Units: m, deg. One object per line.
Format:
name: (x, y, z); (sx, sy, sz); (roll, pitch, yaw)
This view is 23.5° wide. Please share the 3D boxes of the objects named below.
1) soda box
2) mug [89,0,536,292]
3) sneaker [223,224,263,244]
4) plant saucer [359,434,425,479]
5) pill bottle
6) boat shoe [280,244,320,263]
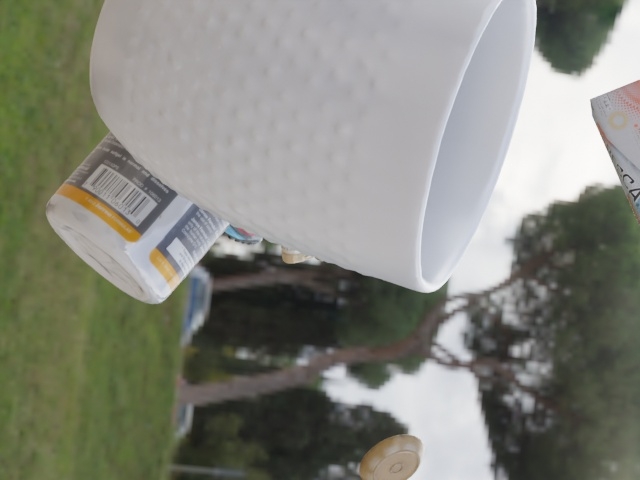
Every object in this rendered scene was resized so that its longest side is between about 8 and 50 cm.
soda box: (0.358, -0.081, 1.689); (0.058, 0.063, 0.183); (52, 17, -70)
mug: (-0.009, -0.176, 1.296); (0.276, 0.328, 0.374); (-47, 151, -54)
sneaker: (-0.106, -0.124, 1.866); (0.261, 0.125, 0.104); (69, 24, -4)
plant saucer: (0.086, 0.260, 1.786); (0.015, 0.083, 0.083); (-121, -144, -45)
pill bottle: (-0.145, -0.082, 1.626); (0.278, 0.162, 0.162); (-50, -177, -16)
boat shoe: (0.000, 0.000, 2.158); (0.063, 0.170, 0.059); (19, -73, 37)
